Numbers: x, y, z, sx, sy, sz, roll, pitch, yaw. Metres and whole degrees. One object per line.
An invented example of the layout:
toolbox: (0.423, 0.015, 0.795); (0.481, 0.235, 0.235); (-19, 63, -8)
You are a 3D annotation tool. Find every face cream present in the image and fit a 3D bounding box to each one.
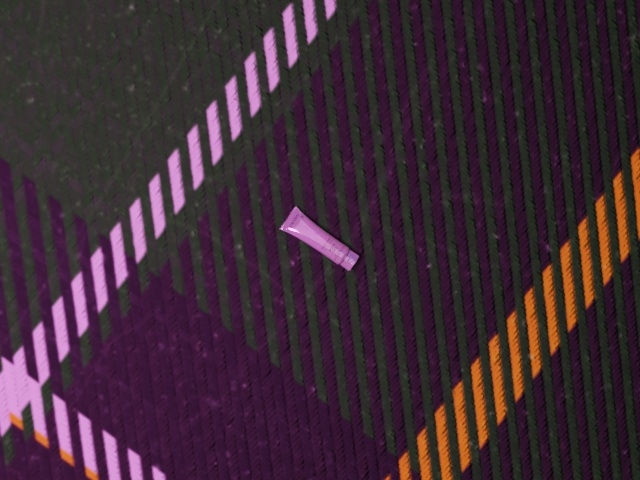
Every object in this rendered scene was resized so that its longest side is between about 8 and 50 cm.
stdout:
face cream: (0.000, 0.000, 1.602); (0.115, 0.020, 0.038); (35, 89, -6)
